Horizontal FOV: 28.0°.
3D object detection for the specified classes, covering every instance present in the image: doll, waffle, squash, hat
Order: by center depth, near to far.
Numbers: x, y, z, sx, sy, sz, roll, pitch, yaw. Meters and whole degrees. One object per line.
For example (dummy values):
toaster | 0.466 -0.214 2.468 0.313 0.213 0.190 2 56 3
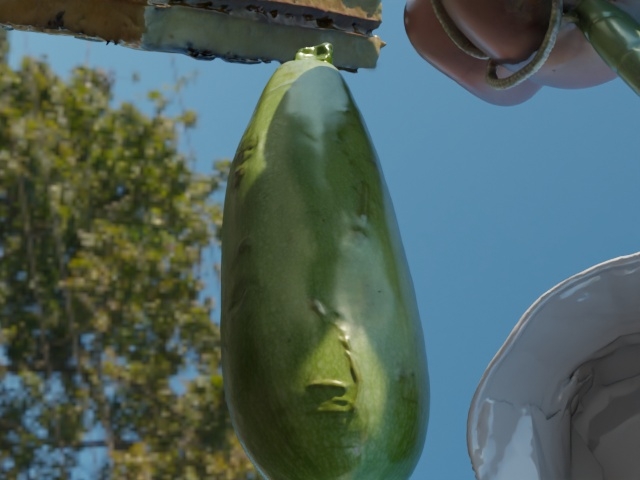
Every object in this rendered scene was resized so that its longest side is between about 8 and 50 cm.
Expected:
hat | 0.182 0.112 0.682 0.203 0.126 0.203 -4 -106 15
squash | -0.007 -0.001 0.787 0.118 0.118 0.370 -55 -150 40
doll | 0.152 -0.171 0.899 0.216 0.284 0.268 -55 -175 25
waffle | -0.137 -0.253 1.403 0.261 0.376 0.114 11 -81 39
